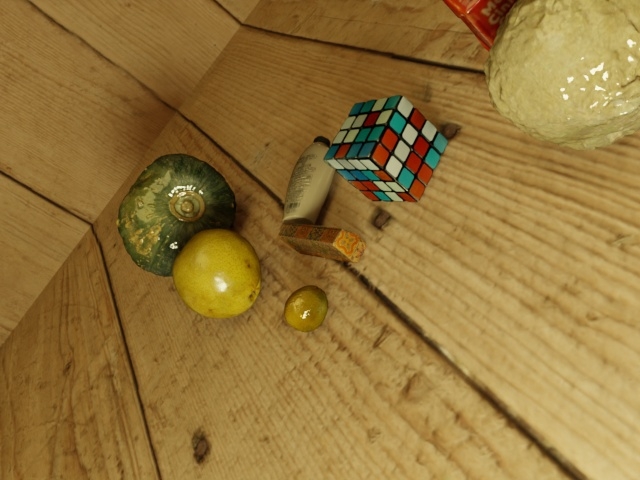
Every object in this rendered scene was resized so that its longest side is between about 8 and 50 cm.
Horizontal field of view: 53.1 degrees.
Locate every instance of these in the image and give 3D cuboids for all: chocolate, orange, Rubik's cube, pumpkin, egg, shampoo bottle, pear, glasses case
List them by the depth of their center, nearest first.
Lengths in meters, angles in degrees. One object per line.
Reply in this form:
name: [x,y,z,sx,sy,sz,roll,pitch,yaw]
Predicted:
egg: [0.392,-0.272,0.924,0.311,0.279,0.279,-25,40,20]
chocolate: [0.370,-0.448,1.150,0.237,0.235,0.108,-38,45,24]
orange: [-0.026,0.132,1.251,0.095,0.085,0.085,-49,31,-4]
Rubik's cube: [0.129,-0.178,1.274,0.154,0.155,0.151,6,65,54]
glasses case: [0.000,0.000,1.351,0.218,0.075,0.049,7,63,56]
pear: [-0.230,0.080,1.468,0.209,0.209,0.208,-34,37,30]
shampoo bottle: [-0.023,-0.142,1.515,0.127,0.078,0.256,-15,50,41]
pumpkin: [-0.398,-0.065,1.744,0.327,0.291,0.257,-49,4,-19]
